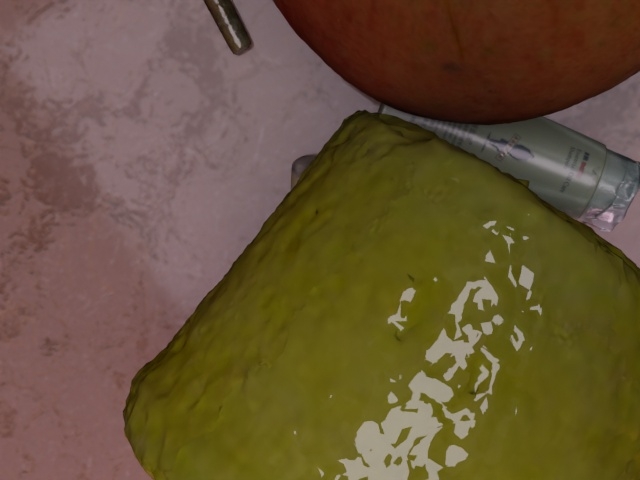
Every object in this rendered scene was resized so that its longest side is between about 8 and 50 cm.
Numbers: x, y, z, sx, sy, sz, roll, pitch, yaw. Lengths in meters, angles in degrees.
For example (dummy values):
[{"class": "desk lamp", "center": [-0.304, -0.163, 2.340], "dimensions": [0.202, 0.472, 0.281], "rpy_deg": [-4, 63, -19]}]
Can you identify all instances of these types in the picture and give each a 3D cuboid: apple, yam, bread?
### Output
[{"class": "apple", "center": [0.118, -0.260, 0.708], "dimensions": [0.363, 0.364, 0.364], "rpy_deg": [0, 96, 4]}, {"class": "yam", "center": [-0.090, -0.205, 0.887], "dimensions": [0.021, 0.021, 0.116], "rpy_deg": [-27, 94, 6]}, {"class": "bread", "center": [0.072, 0.100, 0.758], "dimensions": [0.348, 0.348, 0.308], "rpy_deg": [33, 89, 0]}]

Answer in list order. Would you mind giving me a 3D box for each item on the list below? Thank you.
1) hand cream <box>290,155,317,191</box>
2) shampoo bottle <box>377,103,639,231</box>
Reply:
[{"class": "hand cream", "center": [0.000, 0.000, 0.899], "dimensions": [0.061, 0.039, 0.143], "rpy_deg": [-2, 105, -3]}, {"class": "shampoo bottle", "center": [0.148, -0.073, 0.871], "dimensions": [0.212, 0.049, 0.072], "rpy_deg": [20, 87, 1]}]
